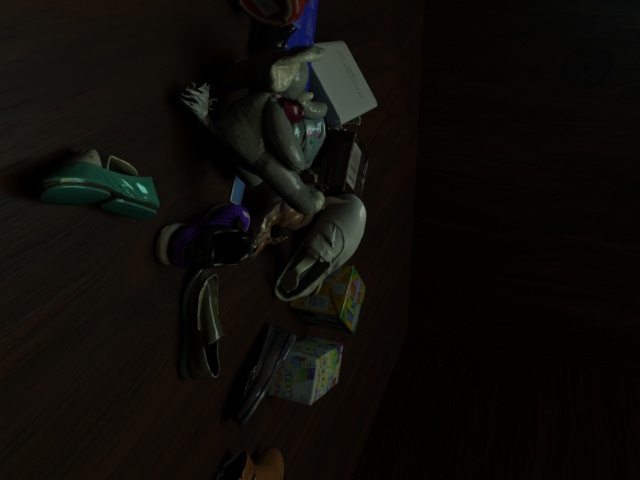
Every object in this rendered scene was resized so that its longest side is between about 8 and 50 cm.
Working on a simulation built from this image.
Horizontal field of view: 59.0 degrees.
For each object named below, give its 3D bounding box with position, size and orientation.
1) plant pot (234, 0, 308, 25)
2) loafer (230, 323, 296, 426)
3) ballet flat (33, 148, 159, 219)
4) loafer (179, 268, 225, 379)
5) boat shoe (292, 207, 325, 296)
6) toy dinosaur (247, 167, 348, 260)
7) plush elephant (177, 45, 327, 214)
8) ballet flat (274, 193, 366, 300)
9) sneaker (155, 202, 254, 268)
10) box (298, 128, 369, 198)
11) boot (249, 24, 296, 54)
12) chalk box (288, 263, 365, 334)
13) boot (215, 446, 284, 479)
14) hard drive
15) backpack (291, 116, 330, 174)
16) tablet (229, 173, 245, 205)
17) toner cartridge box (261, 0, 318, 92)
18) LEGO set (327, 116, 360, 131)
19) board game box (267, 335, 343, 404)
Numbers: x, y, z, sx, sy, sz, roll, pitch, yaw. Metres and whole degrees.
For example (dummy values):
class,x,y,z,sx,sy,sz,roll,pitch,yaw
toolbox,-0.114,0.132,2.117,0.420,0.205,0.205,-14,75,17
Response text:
class,x,y,z,sx,sy,sz,roll,pitch,yaw
plant pot,-0.086,-0.554,1.156,0.191,0.190,0.174,62,43,-60
loafer,-0.170,0.354,1.523,0.303,0.095,0.109,-57,180,-41
ballet flat,-0.333,-0.089,0.849,0.247,0.083,0.087,17,59,-71
loafer,-0.239,0.180,1.204,0.094,0.087,0.252,-24,121,-68
boat shoe,0.000,0.000,1.729,0.123,0.123,0.343,4,88,-52
toy dinosaur,-0.077,-0.064,1.388,0.295,0.127,0.201,-9,124,-42
plush elephant,-0.095,-0.262,1.141,0.255,0.271,0.330,-51,128,-10
ballet flat,-0.011,0.042,1.535,0.400,0.139,0.139,-53,-178,39
sneaker,-0.193,0.000,1.164,0.293,0.146,0.102,-37,133,-63
box,0.009,-0.202,1.567,0.167,0.203,0.169,36,65,-69
boot,-0.123,-0.468,1.274,0.099,0.121,0.045,-52,-174,7
chalk box,0.036,0.193,1.870,0.289,0.180,0.179,58,45,-64
boot,-0.197,0.635,1.546,0.283,0.108,0.220,-50,141,-44
hard drive,0.049,-0.460,1.638,0.233,0.047,0.353,60,28,-8
backpack,-0.051,-0.256,1.400,0.152,0.115,0.182,64,-26,11
tablet,-0.192,-0.125,1.325,0.054,0.006,0.084,33,67,-69
toner cartridge box,-0.077,-0.502,1.379,0.165,0.075,0.348,-9,107,-69
LEGO set,0.050,-0.377,1.752,0.287,0.106,0.132,13,86,-71
board game box,-0.040,0.405,1.799,0.275,0.141,0.145,0,99,-71
